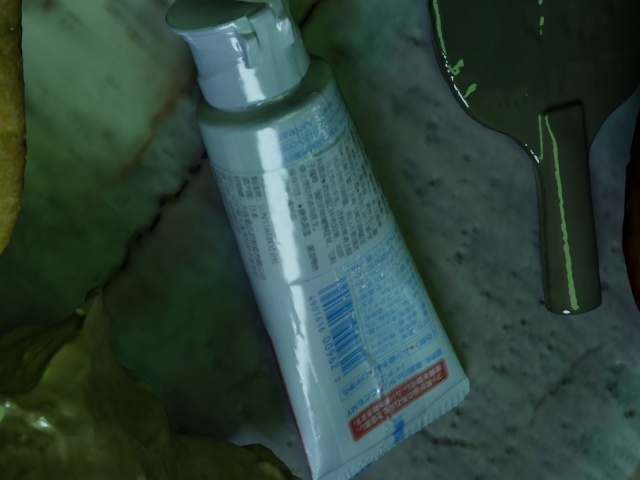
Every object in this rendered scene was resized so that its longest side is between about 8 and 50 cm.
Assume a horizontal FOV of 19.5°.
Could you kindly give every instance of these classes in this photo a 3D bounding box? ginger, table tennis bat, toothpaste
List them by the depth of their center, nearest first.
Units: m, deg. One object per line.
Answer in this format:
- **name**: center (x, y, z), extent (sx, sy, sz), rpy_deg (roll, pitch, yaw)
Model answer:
- **ginger**: center (-0.108, 0.125, 0.697), extent (0.270, 0.123, 0.219), rpy_deg (0, 97, -30)
- **toothpaste**: center (0.000, 0.000, 0.781), extent (0.089, 0.057, 0.234), rpy_deg (-32, 121, -19)
- **table tennis bat**: center (0.105, -0.082, 0.844), extent (0.131, 0.022, 0.234), rpy_deg (-12, 103, -29)

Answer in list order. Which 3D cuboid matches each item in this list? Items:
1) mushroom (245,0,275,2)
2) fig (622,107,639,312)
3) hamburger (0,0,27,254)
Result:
- **mushroom**: center (-0.051, -0.145, 0.661), extent (0.122, 0.154, 0.154), rpy_deg (-48, 119, -21)
- **fig**: center (0.236, -0.029, 0.817), extent (0.263, 0.224, 0.224), rpy_deg (-17, 112, -64)
- **hamburger**: center (-0.168, -0.067, 0.586), extent (0.118, 0.191, 0.182), rpy_deg (-12, 76, -36)
